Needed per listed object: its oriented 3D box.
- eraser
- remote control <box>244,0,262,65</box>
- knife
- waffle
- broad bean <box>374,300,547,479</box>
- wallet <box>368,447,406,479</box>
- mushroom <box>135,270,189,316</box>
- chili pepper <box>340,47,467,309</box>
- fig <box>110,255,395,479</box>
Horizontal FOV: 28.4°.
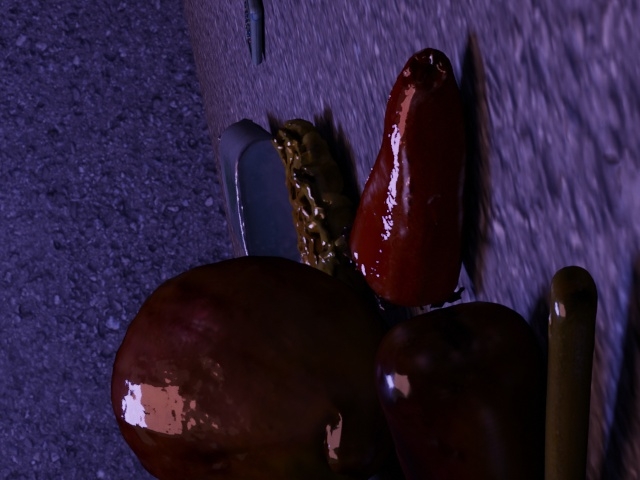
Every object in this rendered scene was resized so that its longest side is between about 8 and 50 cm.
[{"bbox_3d":[-0.078,-0.061,1.627,0.227,0.081,0.174,-129,28,-77],"label":"eraser"},{"bbox_3d":[-0.084,-0.270,1.579,0.124,0.018,0.053,94,163,-66],"label":"remote control"},{"bbox_3d":[0.120,0.136,0.606,0.061,0.027,0.343,-83,-12,-49],"label":"knife"},{"bbox_3d":[0.002,0.000,1.219,0.254,0.052,0.245,-122,20,-74],"label":"waffle"},{"bbox_3d":[0.077,0.102,0.654,0.114,0.085,0.165,-92,-9,-59],"label":"broad bean"},{"bbox_3d":[0.090,0.285,1.004,0.317,0.044,0.169,-119,20,-65],"label":"wallet"},{"bbox_3d":[-0.200,0.211,2.071,0.356,0.334,0.330,5,94,44],"label":"mushroom"},{"bbox_3d":[0.055,-0.043,0.716,0.088,0.065,0.169,54,155,32],"label":"chili pepper"},{"bbox_3d":[-0.041,0.124,1.043,0.224,0.263,0.223,25,-120,-54],"label":"fig"}]
